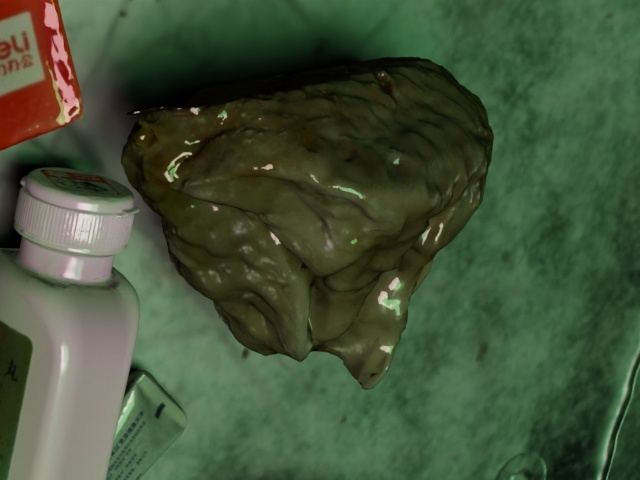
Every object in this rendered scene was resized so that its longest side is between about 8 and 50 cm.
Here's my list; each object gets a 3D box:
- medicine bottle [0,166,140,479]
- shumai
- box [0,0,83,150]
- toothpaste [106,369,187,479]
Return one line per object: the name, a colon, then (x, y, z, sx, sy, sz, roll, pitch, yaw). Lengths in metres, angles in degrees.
medicine bottle: (-0.152, 0.072, 0.981, 0.078, 0.115, 0.219, 5, 107, -33)
shumai: (0.004, -0.001, 0.997, 0.218, 0.183, 0.185, -34, 118, -69)
box: (-0.207, -0.101, 0.835, 0.133, 0.182, 0.099, -20, 120, -21)
toothpaste: (-0.167, 0.180, 1.071, 0.233, 0.038, 0.060, -49, 131, -9)
